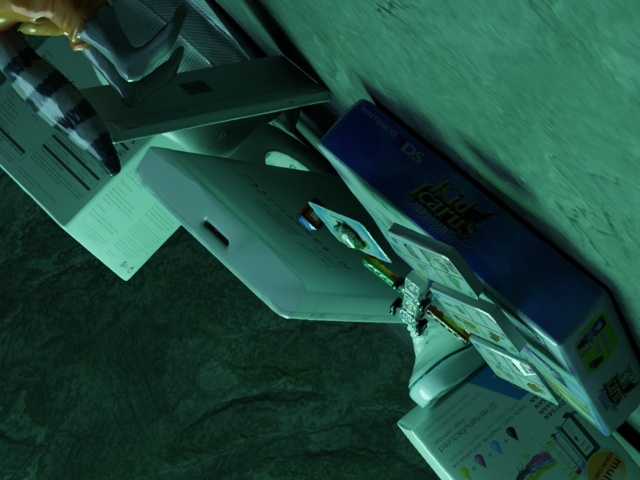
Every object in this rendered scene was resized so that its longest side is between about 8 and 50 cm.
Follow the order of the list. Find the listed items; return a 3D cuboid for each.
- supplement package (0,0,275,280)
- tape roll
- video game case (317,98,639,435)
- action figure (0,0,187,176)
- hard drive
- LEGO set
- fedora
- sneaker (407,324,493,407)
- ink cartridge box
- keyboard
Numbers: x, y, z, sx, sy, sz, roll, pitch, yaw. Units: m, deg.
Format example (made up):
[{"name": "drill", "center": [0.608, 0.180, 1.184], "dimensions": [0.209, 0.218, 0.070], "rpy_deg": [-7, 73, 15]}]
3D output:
[{"name": "supplement package", "center": [-0.232, -0.134, 2.110], "dimensions": [0.198, 0.263, 0.199], "rpy_deg": [42, 176, 24]}, {"name": "tape roll", "center": [-0.041, -0.037, 2.031], "dimensions": [0.219, 0.072, 0.219], "rpy_deg": [36, -157, -18]}, {"name": "video game case", "center": [0.140, 0.024, 1.481], "dimensions": [0.269, 0.061, 0.244], "rpy_deg": [42, 175, 28]}, {"name": "action figure", "center": [-0.265, -0.190, 1.316], "dimensions": [0.330, 0.179, 0.341], "rpy_deg": [25, -172, -3]}, {"name": "hard drive", "center": [0.000, 0.000, 1.822], "dimensions": [0.233, 0.047, 0.353], "rpy_deg": [42, -161, 28]}, {"name": "LEGO set", "center": [0.083, 0.025, 1.432], "dimensions": [0.244, 0.060, 0.182], "rpy_deg": [23, 157, 53]}, {"name": "fedora", "center": [-0.146, -0.173, 1.825], "dimensions": [0.243, 0.124, 0.275], "rpy_deg": [40, 175, 38]}, {"name": "sneaker", "center": [0.128, 0.111, 1.965], "dimensions": [0.091, 0.094, 0.258], "rpy_deg": [50, -166, 0]}, {"name": "ink cartridge box", "center": [0.227, 0.242, 1.989], "dimensions": [0.233, 0.171, 0.168], "rpy_deg": [50, 176, 0]}, {"name": "keyboard", "center": [-0.100, -0.123, 1.530], "dimensions": [0.256, 0.014, 0.072], "rpy_deg": [-15, -139, -45]}]
